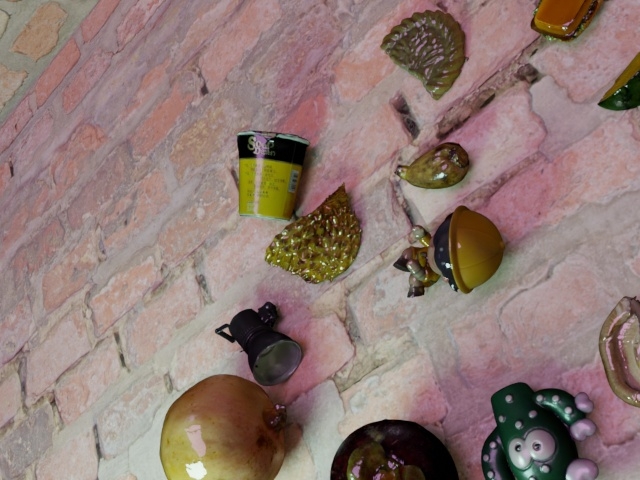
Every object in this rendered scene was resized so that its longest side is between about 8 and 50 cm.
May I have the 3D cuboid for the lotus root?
[{"bbox_3d":[0.269,-0.172,1.584,0.191,0.094,0.108,-15,45,44],"label":"lotus root"}]

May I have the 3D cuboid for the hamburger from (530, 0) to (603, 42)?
[{"bbox_3d":[0.548,-0.517,1.455,0.137,0.087,0.166,39,102,39],"label":"hamburger"}]

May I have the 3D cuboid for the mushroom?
[{"bbox_3d":[0.577,0.215,1.240,0.094,0.072,0.209,-19,63,31],"label":"mushroom"}]

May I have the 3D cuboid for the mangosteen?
[{"bbox_3d":[0.149,0.507,1.364,0.288,0.288,0.288,-11,71,36],"label":"mangosteen"}]

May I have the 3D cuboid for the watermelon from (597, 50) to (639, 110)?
[{"bbox_3d":[0.644,-0.340,1.338,0.181,0.075,0.092,-51,49,18],"label":"watermelon"}]

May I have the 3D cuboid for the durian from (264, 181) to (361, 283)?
[{"bbox_3d":[-0.003,0.014,1.745,0.305,0.185,0.195,-38,80,15],"label":"durian"}]

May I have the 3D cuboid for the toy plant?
[{"bbox_3d":[0.422,0.399,1.287,0.232,0.112,0.243,-13,64,41],"label":"toy plant"}]

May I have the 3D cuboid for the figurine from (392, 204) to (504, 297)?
[{"bbox_3d":[0.289,0.030,1.466,0.257,0.167,0.192,-25,65,57],"label":"figurine"}]

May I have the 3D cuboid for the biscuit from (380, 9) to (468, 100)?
[{"bbox_3d":[0.276,-0.503,1.699,0.187,0.036,0.273,-51,53,16],"label":"biscuit"}]

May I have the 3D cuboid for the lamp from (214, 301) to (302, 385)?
[{"bbox_3d":[-0.164,0.261,1.787,0.172,0.147,0.227,-49,45,1],"label":"lamp"}]

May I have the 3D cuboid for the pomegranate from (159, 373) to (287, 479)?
[{"bbox_3d":[-0.222,0.491,1.639,0.338,0.338,0.338,-11,71,36],"label":"pomegranate"}]

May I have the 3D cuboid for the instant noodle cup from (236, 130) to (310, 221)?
[{"bbox_3d":[-0.142,-0.177,1.848,0.215,0.215,0.236,5,89,39],"label":"instant noodle cup"}]
